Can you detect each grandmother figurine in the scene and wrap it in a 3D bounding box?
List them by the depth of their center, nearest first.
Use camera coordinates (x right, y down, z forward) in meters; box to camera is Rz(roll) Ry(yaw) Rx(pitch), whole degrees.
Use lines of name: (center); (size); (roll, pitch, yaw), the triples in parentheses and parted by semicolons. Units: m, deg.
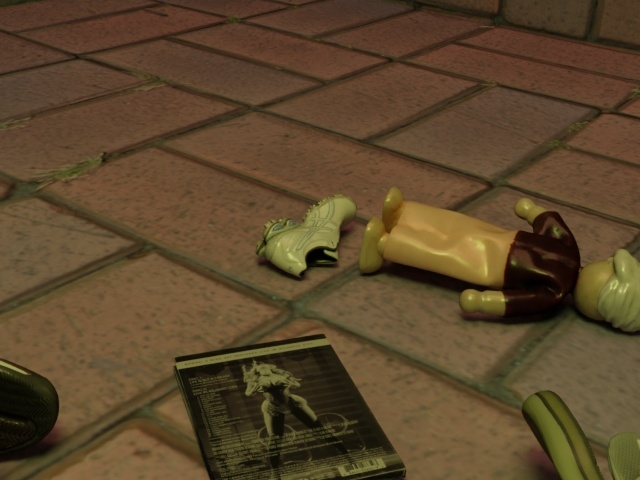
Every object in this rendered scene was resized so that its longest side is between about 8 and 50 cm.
grandmother figurine: (0.232, 0.025, 1.071); (0.342, 0.104, 0.208); (18, 58, 21)

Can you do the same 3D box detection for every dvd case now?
dvd case: (-0.038, 0.165, 0.840); (0.164, 0.018, 0.221); (-7, 29, -18)

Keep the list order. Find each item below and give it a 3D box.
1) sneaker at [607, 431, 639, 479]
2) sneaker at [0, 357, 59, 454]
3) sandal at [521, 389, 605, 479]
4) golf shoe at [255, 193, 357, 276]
sneaker: (0.260, 0.220, 0.678); (0.053, 0.061, 0.152); (-11, 51, -15)
sneaker: (-0.363, 0.109, 0.823); (0.281, 0.106, 0.162); (4, 24, 3)
sandal: (0.193, 0.233, 0.657); (0.086, 0.120, 0.303); (-22, 24, 6)
golf shoe: (0.000, 0.000, 1.142); (0.086, 0.069, 0.176); (41, 45, 22)
